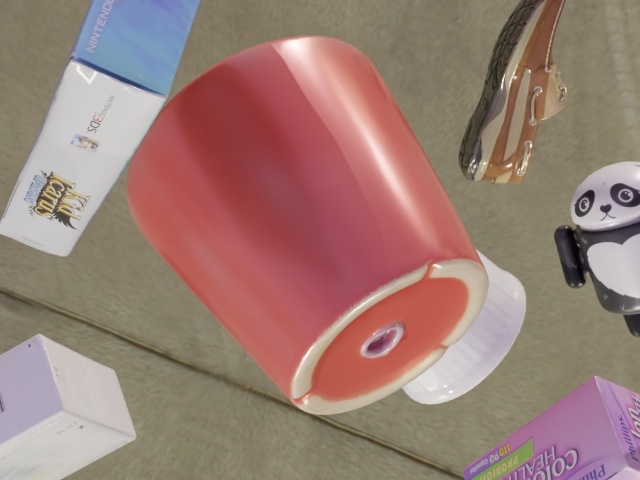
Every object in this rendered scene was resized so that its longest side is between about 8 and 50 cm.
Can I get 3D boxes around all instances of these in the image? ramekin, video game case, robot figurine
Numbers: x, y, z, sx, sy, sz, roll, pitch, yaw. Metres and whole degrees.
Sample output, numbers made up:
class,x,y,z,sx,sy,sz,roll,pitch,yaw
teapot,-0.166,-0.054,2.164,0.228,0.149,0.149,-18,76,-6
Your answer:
class,x,y,z,sx,sy,sz,roll,pitch,yaw
ramekin,0.201,0.128,1.786,0.135,0.277,0.277,42,82,-23
video game case,-0.128,-0.153,0.710,0.061,0.244,0.270,22,61,-15
robot figurine,0.507,0.012,1.680,0.209,0.173,0.278,-22,101,-8

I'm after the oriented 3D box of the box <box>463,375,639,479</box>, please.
class,x,y,z,sx,sy,sz,roll,pitch,yaw
box,0.329,0.287,1.196,0.243,0.213,0.117,23,38,-31

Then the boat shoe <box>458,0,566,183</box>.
class,x,y,z,sx,sy,sz,roll,pitch,yaw
boat shoe,0.320,-0.234,1.636,0.119,0.122,0.324,15,116,-6

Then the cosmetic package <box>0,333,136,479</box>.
class,x,y,z,sx,sy,sz,roll,pitch,yaw
cosmetic package,-0.446,0.280,1.617,0.224,0.225,0.138,-29,64,8

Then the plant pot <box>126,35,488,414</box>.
class,x,y,z,sx,sy,sz,roll,pitch,yaw
plant pot,0.000,0.000,0.919,0.275,0.275,0.243,-31,60,-7
